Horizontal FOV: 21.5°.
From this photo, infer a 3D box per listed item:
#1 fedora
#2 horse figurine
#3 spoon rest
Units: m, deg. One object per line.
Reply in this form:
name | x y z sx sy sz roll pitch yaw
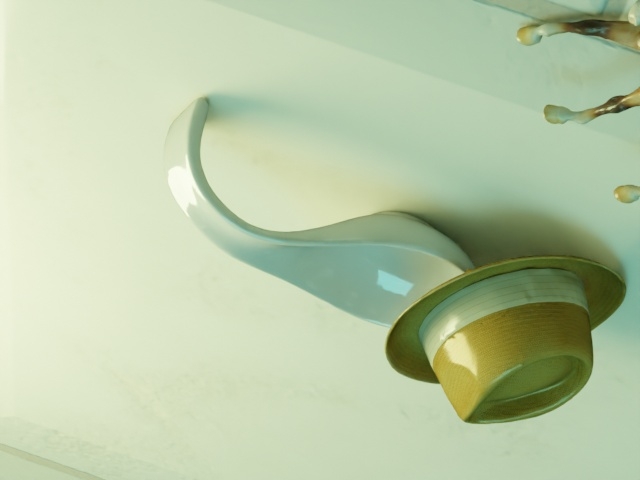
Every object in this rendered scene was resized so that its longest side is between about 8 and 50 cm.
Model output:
fedora | 0.145 0.084 1.272 0.194 0.079 0.194 -9 150 -5
horse figurine | 0.240 -0.071 1.053 0.174 0.066 0.263 -7 137 46
spoon rest | 0.000 0.000 1.276 0.276 0.084 0.137 30 147 -15
